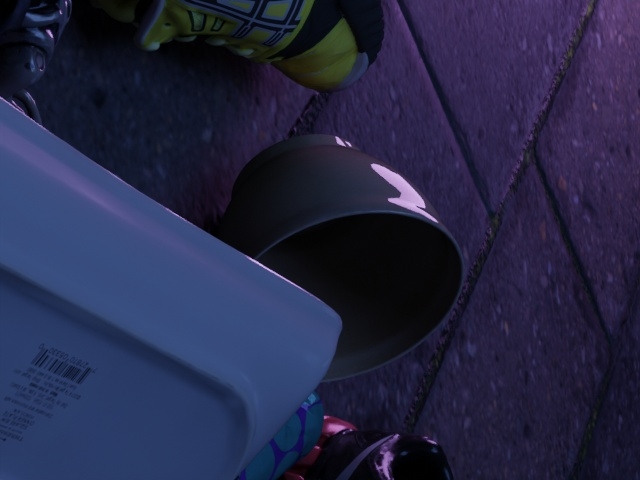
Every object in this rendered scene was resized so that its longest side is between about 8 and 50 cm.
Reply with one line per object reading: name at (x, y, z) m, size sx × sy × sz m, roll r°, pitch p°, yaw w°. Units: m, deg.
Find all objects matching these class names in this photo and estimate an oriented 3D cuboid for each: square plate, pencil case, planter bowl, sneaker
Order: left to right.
square plate at (-0.176, 0.114, 0.756) m, size 0.049 × 0.344 × 0.347 m, roll 47°, pitch 7°, yaw 36°
sneaker at (-0.077, -0.182, 1.197) m, size 0.147 × 0.145 × 0.384 m, roll -48°, pitch 151°, yaw -3°
pencil case at (-0.058, 0.128, 1.184) m, size 0.152 × 0.064 × 0.070 m, roll -30°, pitch 125°, yaw -60°
planter bowl at (0.000, 0.000, 1.253) m, size 0.162 × 0.162 × 0.109 m, roll 44°, pitch 19°, yaw -48°
sneaker at (0.011, 0.219, 1.213) m, size 0.097 × 0.135 × 0.276 m, roll 63°, pitch 35°, yaw -33°

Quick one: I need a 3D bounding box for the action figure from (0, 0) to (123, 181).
action figure at (-0.155, -0.098, 0.740) m, size 0.164 × 0.141 × 0.275 m, roll -89°, pitch 174°, yaw -51°

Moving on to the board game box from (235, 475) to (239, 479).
board game box at (-0.122, 0.092, 1.052) m, size 0.186 × 0.026 × 0.126 m, roll 19°, pitch 64°, yaw -36°
